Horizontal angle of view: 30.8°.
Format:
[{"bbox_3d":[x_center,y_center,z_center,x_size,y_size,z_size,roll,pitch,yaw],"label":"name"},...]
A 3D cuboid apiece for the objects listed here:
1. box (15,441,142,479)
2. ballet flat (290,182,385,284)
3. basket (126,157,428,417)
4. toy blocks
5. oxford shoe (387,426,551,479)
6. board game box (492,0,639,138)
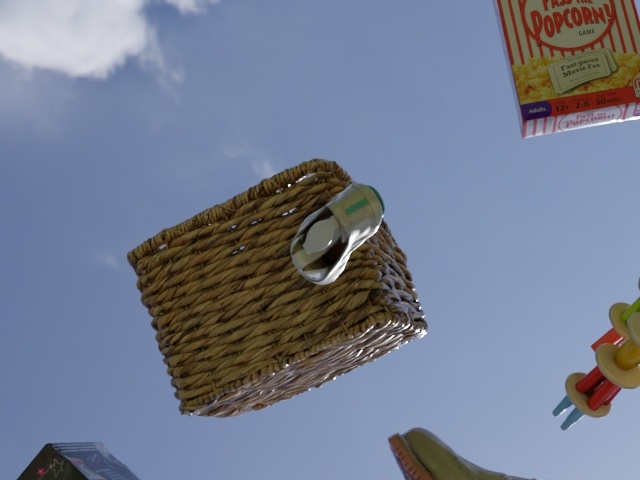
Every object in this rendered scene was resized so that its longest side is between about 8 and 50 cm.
[{"bbox_3d":[-0.294,0.358,1.267,0.142,0.163,0.247,40,-90,14],"label":"box"},{"bbox_3d":[0.000,0.000,0.985,0.052,0.168,0.057,-30,-102,-29],"label":"ballet flat"},{"bbox_3d":[-0.043,0.064,1.427,0.299,0.213,0.223,-27,-108,17],"label":"basket"},{"bbox_3d":[0.286,0.114,1.141,0.054,0.148,0.123,35,-141,0],"label":"toy blocks"},{"bbox_3d":[0.231,0.316,1.266,0.146,0.140,0.397,-40,-130,-13],"label":"oxford shoe"},{"bbox_3d":[0.274,-0.216,1.271,0.147,0.045,0.193,-10,-112,3],"label":"board game box"}]
